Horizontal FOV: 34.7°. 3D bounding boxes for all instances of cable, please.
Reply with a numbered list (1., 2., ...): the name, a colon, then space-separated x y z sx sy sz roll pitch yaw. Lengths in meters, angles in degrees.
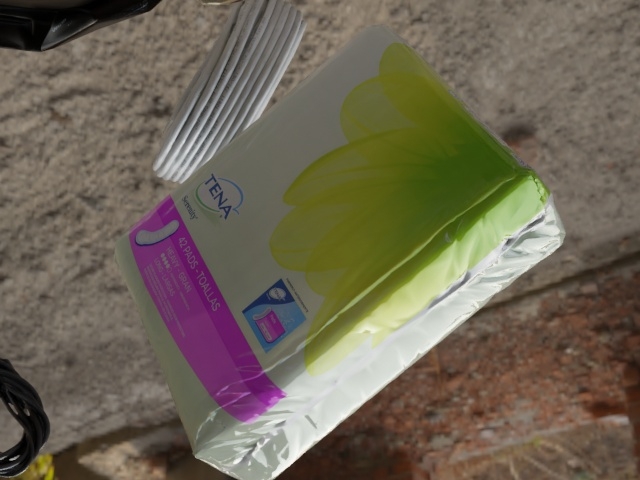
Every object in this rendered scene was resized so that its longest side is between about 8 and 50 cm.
1. cable: -0.110 -0.175 1.216 0.089 0.257 0.257 30 171 -10
2. cable: -0.381 0.181 1.143 0.047 0.184 0.150 -41 160 19

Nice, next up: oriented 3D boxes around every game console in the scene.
1. game console: -0.299 -0.238 0.916 0.361 0.213 0.044 11 125 24

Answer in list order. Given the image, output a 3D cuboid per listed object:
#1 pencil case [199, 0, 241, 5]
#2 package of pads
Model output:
1. pencil case: 0.005 -0.364 0.844 0.160 0.410 0.183 21 138 22
2. package of pads: 0.000 0.000 0.764 0.296 0.229 0.101 -39 136 7
